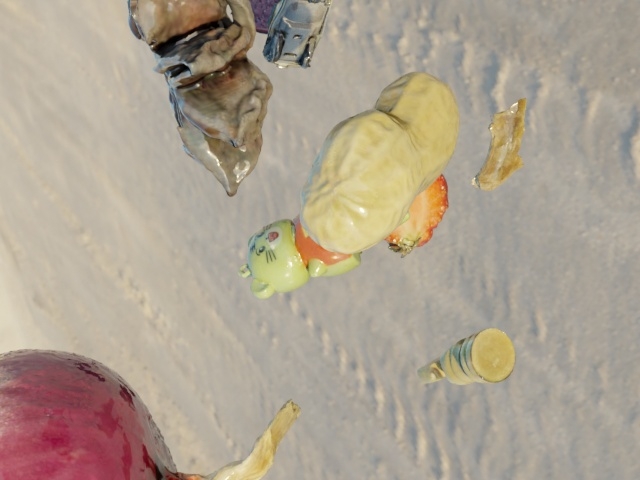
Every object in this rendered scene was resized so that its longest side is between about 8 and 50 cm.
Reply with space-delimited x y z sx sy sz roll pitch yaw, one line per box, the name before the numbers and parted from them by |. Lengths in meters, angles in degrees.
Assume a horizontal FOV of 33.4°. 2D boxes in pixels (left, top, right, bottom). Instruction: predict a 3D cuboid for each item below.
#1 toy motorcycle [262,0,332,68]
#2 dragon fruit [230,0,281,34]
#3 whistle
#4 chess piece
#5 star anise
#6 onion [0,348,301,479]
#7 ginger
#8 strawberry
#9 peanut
toy motorcycle | -0.034 -0.396 1.791 0.263 0.091 0.157 118 156 -54
dragon fruit | -0.057 -0.492 2.006 0.218 0.148 0.224 -1 101 26
whistle | 0.000 0.000 1.636 0.106 0.288 0.131 54 -160 -41
chess piece | 0.242 0.206 1.808 0.200 0.090 0.090 -29 83 64
star anise | -0.093 -0.150 0.812 0.209 0.089 0.231 59 165 21
onion | -0.219 0.268 0.946 0.358 0.345 0.358 40 -139 -47
ginger | 0.239 -0.127 1.392 0.044 0.057 0.137 33 123 39
strawberry | 0.154 -0.092 2.022 0.106 0.175 0.236 10 78 57
peanut | 0.066 -0.093 1.126 0.111 0.274 0.125 5 126 30
